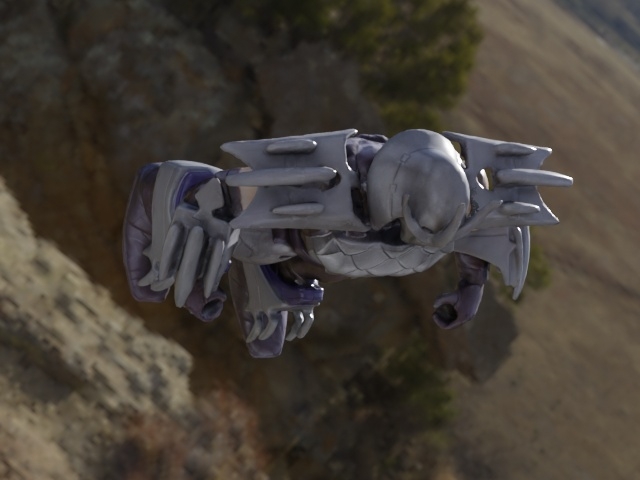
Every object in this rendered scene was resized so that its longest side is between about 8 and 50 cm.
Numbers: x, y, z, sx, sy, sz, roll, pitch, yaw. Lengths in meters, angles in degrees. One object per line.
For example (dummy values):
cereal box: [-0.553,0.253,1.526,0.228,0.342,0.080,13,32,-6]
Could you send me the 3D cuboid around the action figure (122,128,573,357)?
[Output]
action figure: [0.000,0.000,0.713,0.185,0.099,0.285,11,-10,-24]
